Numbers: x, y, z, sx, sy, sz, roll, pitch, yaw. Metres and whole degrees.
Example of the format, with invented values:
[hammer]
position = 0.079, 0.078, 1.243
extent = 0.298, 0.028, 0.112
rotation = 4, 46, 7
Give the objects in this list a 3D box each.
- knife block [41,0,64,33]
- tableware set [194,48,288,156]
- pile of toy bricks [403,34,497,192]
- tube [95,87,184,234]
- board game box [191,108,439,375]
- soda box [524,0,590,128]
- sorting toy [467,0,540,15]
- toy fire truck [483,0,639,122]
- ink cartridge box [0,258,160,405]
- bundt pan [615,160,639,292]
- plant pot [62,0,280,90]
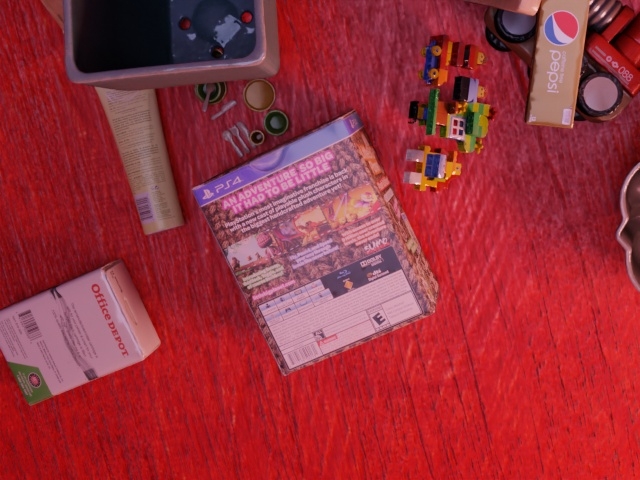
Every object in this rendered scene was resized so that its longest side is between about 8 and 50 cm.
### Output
[knife block]
position = -0.328, -0.404, 1.447
extent = 0.088, 0.242, 0.275
rotation = -13, 144, 13
[tableware set]
position = -0.118, -0.202, 1.472
extent = 0.104, 0.024, 0.154
rotation = -32, 94, 14
[pile of toy bricks]
position = 0.192, -0.168, 1.399
extent = 0.105, 0.118, 0.212
rotation = 6, 92, -31
[tube]
position = -0.256, -0.130, 1.497
extent = 0.070, 0.062, 0.240
rotation = -18, 94, -32
[board game box]
position = 0.000, 0.000, 1.432
extent = 0.232, 0.141, 0.291
rotation = -24, 97, 13
[soda box]
position = 0.288, -0.230, 1.251
extent = 0.058, 0.061, 0.181
rotation = 7, 101, 8
[sorting toy]
position = 0.213, -0.419, 1.246
extent = 0.089, 0.255, 0.257
rotation = 12, 104, -15
[toy fire truck]
position = 0.365, -0.302, 1.319
extent = 0.217, 0.158, 0.246
rotation = 43, 93, 0
[ink cartridge box]
position = -0.368, 0.136, 1.549
extent = 0.208, 0.087, 0.153
rotation = -21, 97, 14
[bundt pan]
position = 0.549, -0.035, 1.344
extent = 0.331, 0.124, 0.330
rotation = 2, 101, 10
[plant pot]
position = -0.167, -0.312, 1.330
extent = 0.248, 0.252, 0.247
rotation = -4, 87, 11
